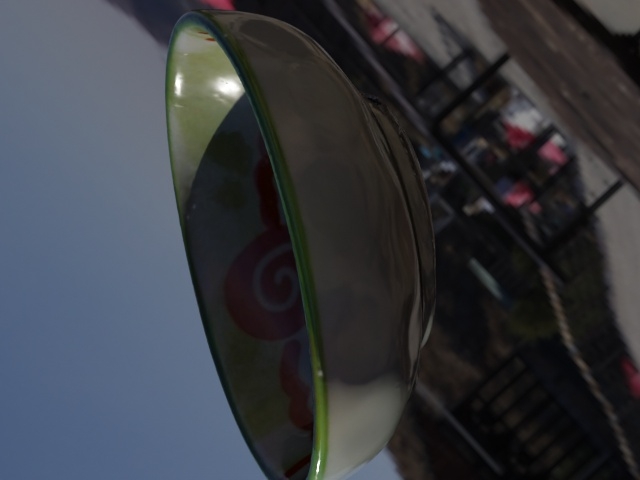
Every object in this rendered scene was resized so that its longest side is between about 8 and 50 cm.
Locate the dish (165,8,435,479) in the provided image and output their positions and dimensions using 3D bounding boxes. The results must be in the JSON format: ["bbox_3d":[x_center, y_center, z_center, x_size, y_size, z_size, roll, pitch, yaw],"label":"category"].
[{"bbox_3d":[0.000,0.000,0.933,0.324,0.124,0.324,167,90,-74],"label":"dish"}]
